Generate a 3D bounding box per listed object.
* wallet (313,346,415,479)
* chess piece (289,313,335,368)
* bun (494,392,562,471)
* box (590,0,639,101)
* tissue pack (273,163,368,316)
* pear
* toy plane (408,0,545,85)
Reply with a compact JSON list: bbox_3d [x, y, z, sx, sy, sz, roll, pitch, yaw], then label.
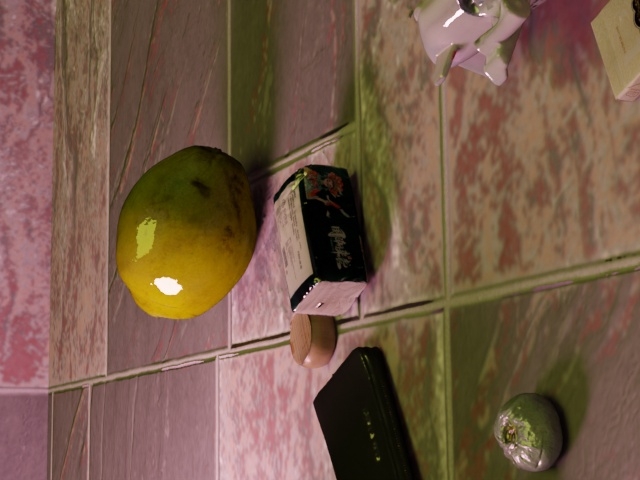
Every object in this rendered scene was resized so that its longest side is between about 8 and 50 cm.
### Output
[{"bbox_3d":[0.054,0.249,1.650,0.149,0.044,0.250,-55,39,43],"label":"wallet"},{"bbox_3d":[-0.011,0.126,1.814,0.083,0.038,0.084,-179,90,-65],"label":"chess piece"},{"bbox_3d":[0.199,0.185,1.336,0.083,0.045,0.083,178,90,-65],"label":"bun"},{"bbox_3d":[0.297,-0.204,1.198,0.167,0.024,0.090,128,139,-51],"label":"box"},{"bbox_3d":[0.000,-0.001,1.744,0.103,0.090,0.170,131,135,-53],"label":"tissue pack"},{"bbox_3d":[-0.196,-0.012,2.038,0.212,0.212,0.269,43,119,59],"label":"pear"},{"bbox_3d":[0.174,-0.257,1.367,0.252,0.118,0.252,-161,90,-77],"label":"toy plane"}]
